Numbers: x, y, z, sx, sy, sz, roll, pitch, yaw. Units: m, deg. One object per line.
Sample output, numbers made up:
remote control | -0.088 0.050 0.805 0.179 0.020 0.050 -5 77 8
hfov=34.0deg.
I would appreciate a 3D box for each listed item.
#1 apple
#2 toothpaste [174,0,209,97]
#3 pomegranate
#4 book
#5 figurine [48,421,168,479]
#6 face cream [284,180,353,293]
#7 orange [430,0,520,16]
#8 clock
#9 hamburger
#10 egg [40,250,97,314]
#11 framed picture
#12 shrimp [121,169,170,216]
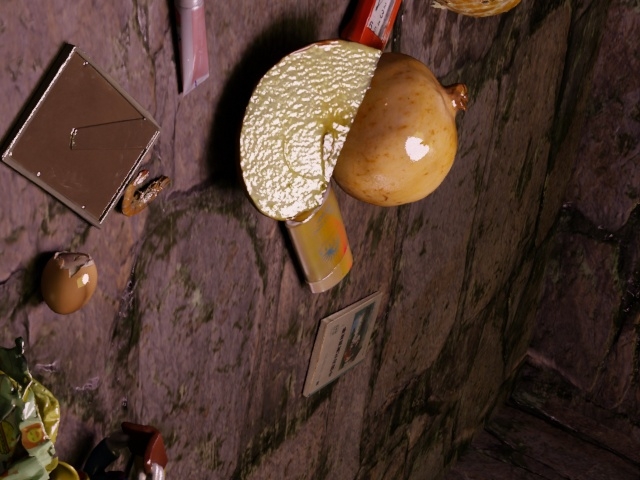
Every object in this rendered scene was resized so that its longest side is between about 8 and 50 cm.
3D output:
apple | -0.033 -0.202 1.821 0.346 0.179 0.254 -67 166 -1
toothpaste | -0.195 -0.309 1.587 0.067 0.043 0.194 -48 155 -35
pomegranate | 0.123 -0.207 1.995 0.307 0.307 0.307 -43 146 -39
book | 0.057 0.247 2.542 0.283 0.025 0.214 -25 134 -55
figurine | -0.358 0.433 1.748 0.338 0.204 0.283 -4 142 -48
face cream | 0.000 0.000 2.175 0.139 0.067 0.285 -51 151 -22
orange | 0.313 -0.603 2.048 0.329 0.249 0.329 -42 140 -49
clock | 0.099 -0.437 2.003 0.113 0.061 0.155 26 86 -64
hamburger | -0.439 0.231 1.400 0.125 0.214 0.235 8 99 -75
egg | -0.368 0.063 1.528 0.080 0.080 0.096 -22 127 -55
framed picture | -0.332 -0.140 1.487 0.189 0.023 0.260 -61 154 -9
shrimp | -0.270 -0.085 1.634 0.114 0.023 0.083 -44 159 -41
